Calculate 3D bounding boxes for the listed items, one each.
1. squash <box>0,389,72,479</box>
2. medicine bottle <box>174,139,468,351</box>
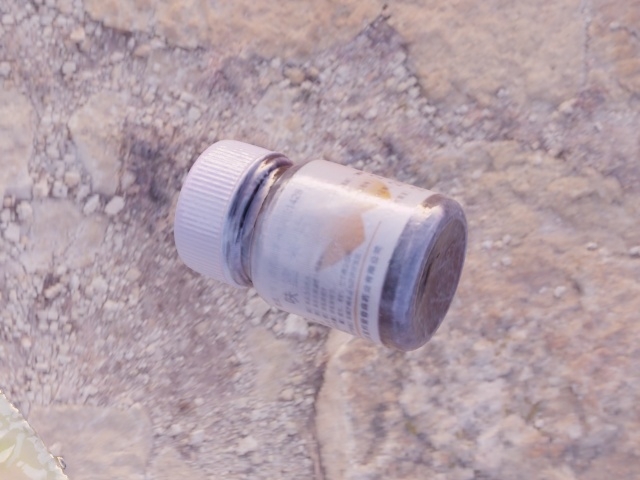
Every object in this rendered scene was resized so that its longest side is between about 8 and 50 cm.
[{"bbox_3d":[-0.207,0.254,0.668,0.210,0.309,0.234,-39,62,-20],"label":"squash"},{"bbox_3d":[0.000,0.000,1.148,0.273,0.165,0.165,17,71,22],"label":"medicine bottle"}]
